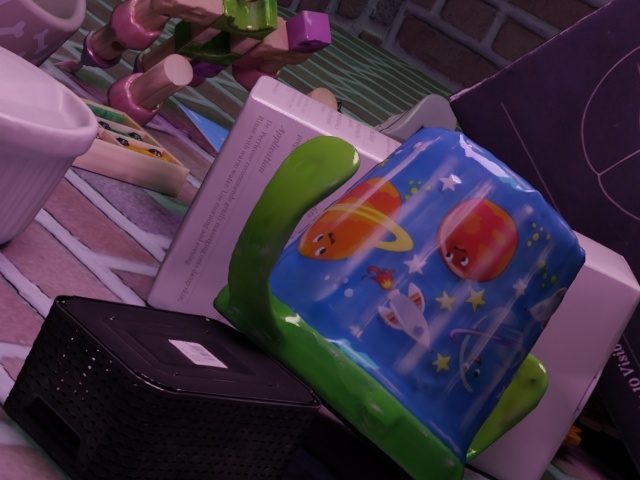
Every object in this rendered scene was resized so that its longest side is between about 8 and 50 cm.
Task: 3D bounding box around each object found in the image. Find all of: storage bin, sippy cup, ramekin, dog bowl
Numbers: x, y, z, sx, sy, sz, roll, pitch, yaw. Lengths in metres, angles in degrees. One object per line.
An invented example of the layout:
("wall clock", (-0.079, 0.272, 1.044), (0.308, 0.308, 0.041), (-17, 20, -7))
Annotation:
("storage bin", (-0.103, 0.108, 1.132), (0.122, 0.084, 0.180), (36, 15, 37))
("sippy cup", (0.075, 0.042, 1.305), (0.240, 0.224, 0.305), (41, -6, 11))
("ramekin", (-0.330, -0.099, 1.400), (0.272, 0.127, 0.273), (26, 11, -6))
("dog bowl", (-0.402, -0.357, 1.984), (0.349, 0.102, 0.349), (54, 17, -24))

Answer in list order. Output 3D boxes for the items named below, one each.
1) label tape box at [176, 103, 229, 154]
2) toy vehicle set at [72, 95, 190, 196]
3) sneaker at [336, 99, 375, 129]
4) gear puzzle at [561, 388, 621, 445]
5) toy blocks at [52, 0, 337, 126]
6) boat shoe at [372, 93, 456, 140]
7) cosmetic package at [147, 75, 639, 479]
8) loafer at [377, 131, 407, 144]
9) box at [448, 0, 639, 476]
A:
("label tape box", (0.000, 0.000, 1.757), (0.333, 0.106, 0.240), (22, 13, -26))
("toy vehicle set", (-0.288, -0.128, 1.836), (0.266, 0.035, 0.166), (17, 16, -42))
("sneaker", (0.100, -0.142, 2.587), (0.255, 0.094, 0.151), (13, 22, -34))
("gear puzzle", (0.252, 0.170, 1.768), (0.175, 0.044, 0.339), (28, 13, 9))
("toy blocks", (-0.161, -0.266, 2.207), (0.288, 0.309, 0.260), (10, -22, -35))
("boat shoe", (0.099, -0.120, 2.425), (0.258, 0.084, 0.095), (-35, 96, -41))
("cosmetic package", (0.066, 0.035, 1.507), (0.385, 0.217, 0.156), (28, 12, -5))
("loafer", (0.142, -0.038, 1.816), (0.267, 0.096, 0.084), (14, 36, -28))
("box", (0.465, -0.045, 1.684), (0.480, 0.471, 0.297), (65, 21, 13))
